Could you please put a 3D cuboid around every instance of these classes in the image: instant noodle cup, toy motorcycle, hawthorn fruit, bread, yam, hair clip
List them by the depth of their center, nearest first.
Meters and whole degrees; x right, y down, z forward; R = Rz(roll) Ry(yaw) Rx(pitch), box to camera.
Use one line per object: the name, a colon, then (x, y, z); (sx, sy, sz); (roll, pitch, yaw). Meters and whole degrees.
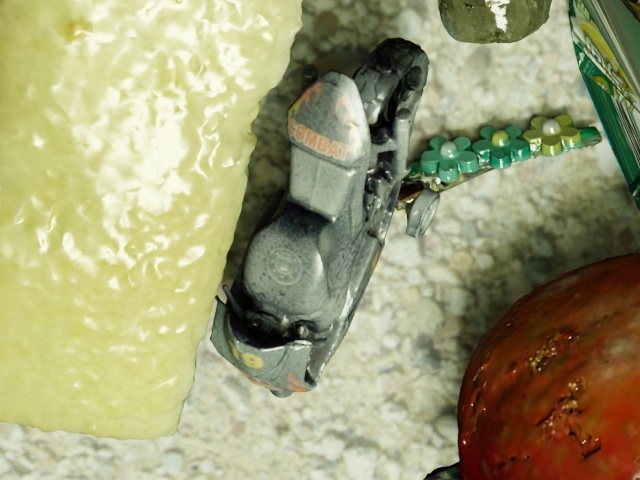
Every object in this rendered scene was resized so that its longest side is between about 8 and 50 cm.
bread: (-0.165, -0.059, 1.296); (0.237, 0.165, 0.375); (13, 116, -11)
yam: (0.117, -0.238, 1.341); (0.107, 0.107, 0.183); (-10, 114, -7)
instant noodle cup: (0.304, -0.123, 1.356); (0.178, 0.240, 0.240); (-24, 113, -6)
toy motorcycle: (0.000, 0.000, 1.362); (0.108, 0.173, 0.307); (26, 119, 16)
hawthorn fruit: (0.244, 0.160, 1.409); (0.316, 0.316, 0.316); (-4, 111, -10)
hair clip: (0.130, -0.064, 1.440); (0.173, 0.049, 0.049); (-17, 112, -3)
